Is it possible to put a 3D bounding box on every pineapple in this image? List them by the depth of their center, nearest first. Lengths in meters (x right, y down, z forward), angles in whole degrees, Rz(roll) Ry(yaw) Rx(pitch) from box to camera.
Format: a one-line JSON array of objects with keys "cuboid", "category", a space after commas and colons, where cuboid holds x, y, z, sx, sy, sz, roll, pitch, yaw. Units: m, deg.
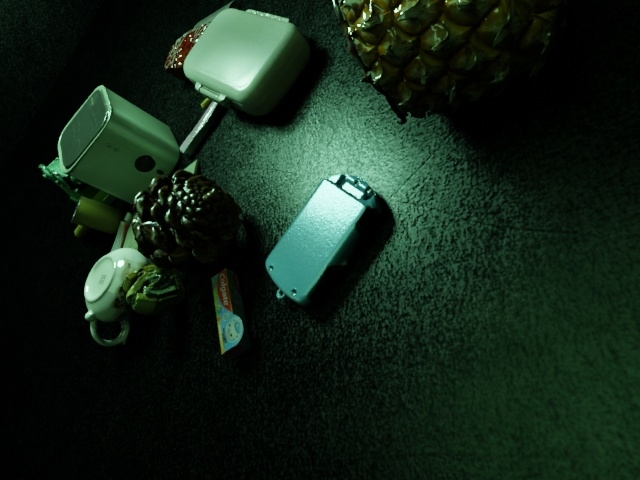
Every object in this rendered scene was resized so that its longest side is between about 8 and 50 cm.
[{"cuboid": [0.212, -0.389, 0.740, 0.300, 0.352, 0.351, -20, 58, 31], "category": "pineapple"}]

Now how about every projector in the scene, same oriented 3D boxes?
[{"cuboid": [-0.626, -0.289, 1.435, 0.248, 0.249, 0.248, -46, 49, 13], "category": "projector"}]

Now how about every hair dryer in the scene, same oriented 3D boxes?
[{"cuboid": [-0.765, -0.056, 1.542, 0.279, 0.135, 0.090, -22, 55, 50], "category": "hair dryer"}]

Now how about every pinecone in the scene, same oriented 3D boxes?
[{"cuboid": [-0.328, -0.036, 1.083, 0.309, 0.244, 0.243, -29, 51, 50], "category": "pinecone"}]

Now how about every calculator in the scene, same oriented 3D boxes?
[{"cuboid": [0.000, 0.000, 0.916, 0.293, 0.051, 0.173, -54, 48, 5], "category": "calculator"}]

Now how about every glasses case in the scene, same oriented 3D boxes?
[{"cuboid": [-0.361, -0.765, 1.595, 0.191, 0.042, 0.071, -8, 57, 36], "category": "glasses case"}]

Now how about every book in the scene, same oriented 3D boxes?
[{"cuboid": [-0.463, -0.098, 1.337, 0.283, 0.025, 0.214, -31, 40, 25], "category": "book"}]

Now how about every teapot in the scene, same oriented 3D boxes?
[{"cuboid": [-0.540, 0.133, 1.240, 0.205, 0.139, 0.297, 11, 74, 40], "category": "teapot"}]

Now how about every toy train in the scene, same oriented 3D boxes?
[{"cuboid": [-0.857, -0.211, 1.621, 0.301, 0.202, 0.120, 18, 63, 43], "category": "toy train"}]

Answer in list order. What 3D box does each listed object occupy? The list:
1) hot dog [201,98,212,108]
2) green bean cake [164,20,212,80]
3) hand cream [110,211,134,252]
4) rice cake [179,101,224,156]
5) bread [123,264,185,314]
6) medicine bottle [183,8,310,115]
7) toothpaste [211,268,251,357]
[{"cuboid": [-0.316, -0.450, 1.410, 0.137, 0.028, 0.044, -35, 25, 18], "category": "hot dog"}, {"cuboid": [-0.415, -0.603, 1.518, 0.233, 0.097, 0.198, -5, 67, 37], "category": "green bean cake"}, {"cuboid": [-0.632, 0.015, 1.444, 0.052, 0.038, 0.216, 11, 81, 67], "category": "hand cream"}, {"cuboid": [-0.352, -0.344, 1.383, 0.047, 0.036, 0.206, 41, 97, 33], "category": "rice cake"}, {"cuboid": [-0.405, 0.119, 1.123, 0.064, 0.156, 0.117, -42, 84, 24], "category": "bread"}, {"cuboid": [-0.211, -0.496, 1.267, 0.375, 0.123, 0.282, 35, 87, 37], "category": "medicine bottle"}, {"cuboid": [-0.190, 0.150, 1.004, 0.070, 0.044, 0.193, -34, 52, 21], "category": "toothpaste"}]
